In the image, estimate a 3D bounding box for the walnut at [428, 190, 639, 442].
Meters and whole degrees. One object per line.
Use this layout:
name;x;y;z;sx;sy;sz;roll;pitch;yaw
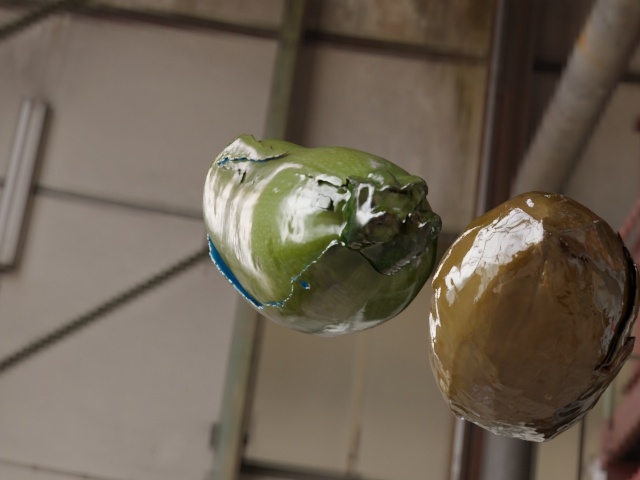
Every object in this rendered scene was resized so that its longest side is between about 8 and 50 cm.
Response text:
walnut;0.128;0.052;1.184;0.137;0.137;0.245;9;-26;-1

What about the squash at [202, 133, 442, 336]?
squash;0.000;0.000;0.905;0.094;0.094;0.341;15;0;-14
